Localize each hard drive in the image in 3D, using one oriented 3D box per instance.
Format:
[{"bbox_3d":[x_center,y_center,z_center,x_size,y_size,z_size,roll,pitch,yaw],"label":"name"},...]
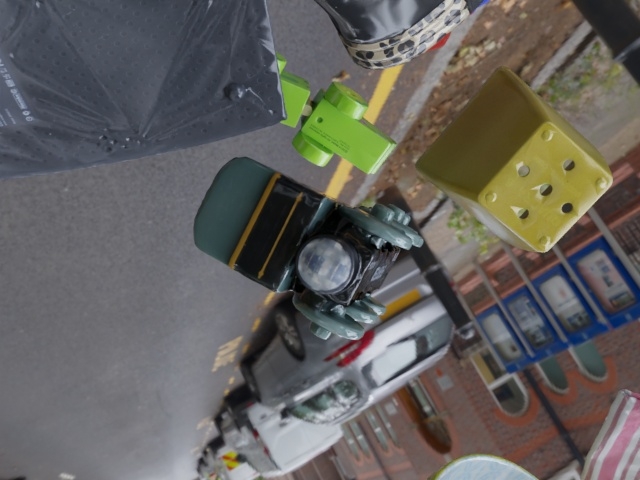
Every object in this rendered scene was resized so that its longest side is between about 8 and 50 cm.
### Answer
[{"bbox_3d":[-0.159,-0.128,0.436,0.255,0.054,0.172,-11,141,-2],"label":"hard drive"}]

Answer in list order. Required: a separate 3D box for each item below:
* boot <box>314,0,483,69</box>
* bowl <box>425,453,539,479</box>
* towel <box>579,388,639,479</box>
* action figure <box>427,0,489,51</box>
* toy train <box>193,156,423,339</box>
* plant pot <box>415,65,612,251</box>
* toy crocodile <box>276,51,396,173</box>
[{"bbox_3d":[0.105,-0.337,0.566,0.377,0.138,0.284,-50,156,4],"label":"boot"},{"bbox_3d":[0.151,0.379,0.645,0.289,0.289,0.156,-13,157,-47],"label":"bowl"},{"bbox_3d":[0.421,0.260,0.755,0.029,0.197,0.144,-48,151,-62],"label":"towel"},{"bbox_3d":[0.183,-0.357,0.886,0.091,0.139,0.280,-28,178,-44],"label":"action figure"},{"bbox_3d":[0.000,0.000,0.710,0.142,0.190,0.334,-62,170,6],"label":"toy train"},{"bbox_3d":[0.305,-0.105,0.984,0.212,0.212,0.187,-50,-162,14],"label":"plant pot"},{"bbox_3d":[-0.041,-0.207,0.967,0.115,0.340,0.105,-57,-164,24],"label":"toy crocodile"}]
